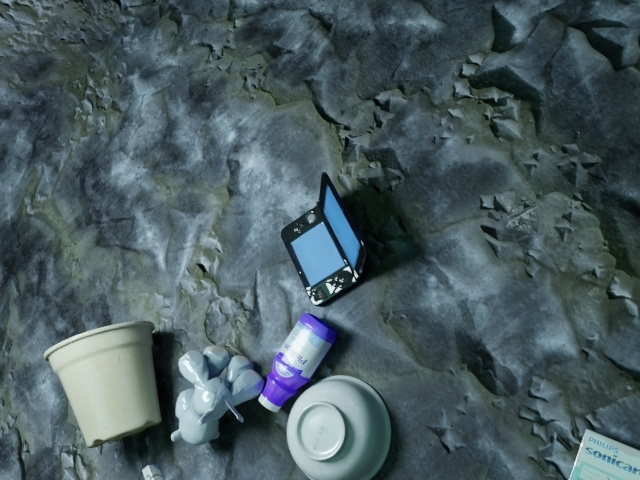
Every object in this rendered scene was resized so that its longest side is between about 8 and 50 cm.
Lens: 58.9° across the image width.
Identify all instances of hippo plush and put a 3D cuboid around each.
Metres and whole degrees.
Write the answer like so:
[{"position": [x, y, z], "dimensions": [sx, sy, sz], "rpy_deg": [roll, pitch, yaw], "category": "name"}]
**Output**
[{"position": [-0.301, 0.476, 1.635], "dimensions": [0.294, 0.234, 0.237], "rpy_deg": [57, 133, 46], "category": "hippo plush"}]

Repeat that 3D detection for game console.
[{"position": [0.000, 0.000, 1.639], "dimensions": [0.250, 0.173, 0.293], "rpy_deg": [-33, 61, 12], "category": "game console"}]

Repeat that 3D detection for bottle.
[{"position": [-0.071, 0.347, 1.600], "dimensions": [0.118, 0.092, 0.283], "rpy_deg": [33, 89, 32], "category": "bottle"}]

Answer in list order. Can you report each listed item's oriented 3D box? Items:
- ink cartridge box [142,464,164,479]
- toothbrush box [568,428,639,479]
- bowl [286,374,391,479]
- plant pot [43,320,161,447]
[{"position": [-0.498, 0.721, 1.706], "dimensions": [0.028, 0.048, 0.083], "rpy_deg": [-40, 61, 9], "category": "ink cartridge box"}, {"position": [0.614, 0.573, 1.168], "dimensions": [0.216, 0.126, 0.296], "rpy_deg": [20, 81, 30], "category": "toothbrush box"}, {"position": [0.024, 0.497, 1.479], "dimensions": [0.297, 0.134, 0.298], "rpy_deg": [-9, 68, 24], "category": "bowl"}, {"position": [-0.637, 0.449, 1.736], "dimensions": [0.333, 0.334, 0.306], "rpy_deg": [-25, 74, 16], "category": "plant pot"}]
